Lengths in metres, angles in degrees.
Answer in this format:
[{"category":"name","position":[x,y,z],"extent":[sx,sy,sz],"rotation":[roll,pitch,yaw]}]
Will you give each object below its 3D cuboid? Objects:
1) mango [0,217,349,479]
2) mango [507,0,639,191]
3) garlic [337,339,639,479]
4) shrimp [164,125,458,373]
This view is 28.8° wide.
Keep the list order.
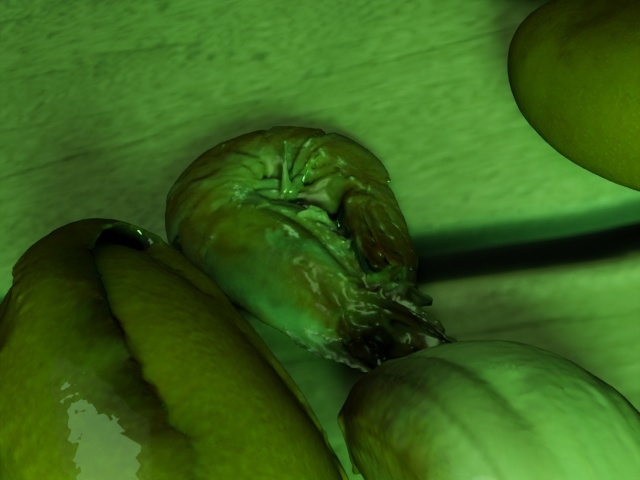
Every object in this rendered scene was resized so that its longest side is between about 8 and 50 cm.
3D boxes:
[{"category":"mango","position":[-0.072,0.090,0.537],"extent":[0.136,0.166,0.236],"rotation":[-29,51,-1]},{"category":"mango","position":[0.157,-0.075,0.593],"extent":[0.102,0.085,0.184],"rotation":[-48,46,-12]},{"category":"garlic","position":[0.081,0.116,0.476],"extent":[0.128,0.115,0.206],"rotation":[-20,54,4]},{"category":"shrimp","position":[0.000,-0.002,0.640],"extent":[0.115,0.051,0.217],"rotation":[-43,48,-10]}]
